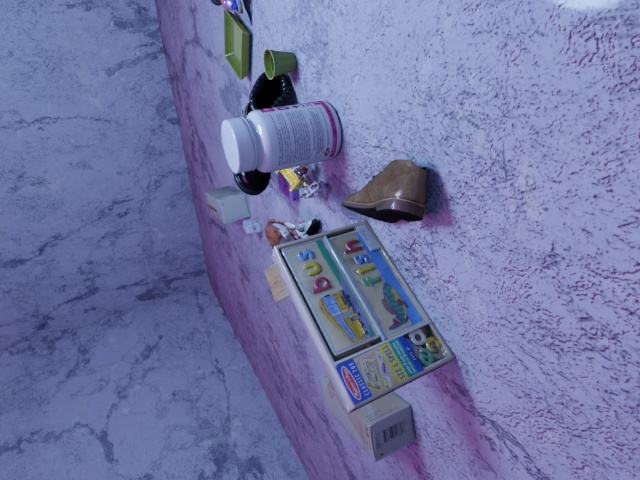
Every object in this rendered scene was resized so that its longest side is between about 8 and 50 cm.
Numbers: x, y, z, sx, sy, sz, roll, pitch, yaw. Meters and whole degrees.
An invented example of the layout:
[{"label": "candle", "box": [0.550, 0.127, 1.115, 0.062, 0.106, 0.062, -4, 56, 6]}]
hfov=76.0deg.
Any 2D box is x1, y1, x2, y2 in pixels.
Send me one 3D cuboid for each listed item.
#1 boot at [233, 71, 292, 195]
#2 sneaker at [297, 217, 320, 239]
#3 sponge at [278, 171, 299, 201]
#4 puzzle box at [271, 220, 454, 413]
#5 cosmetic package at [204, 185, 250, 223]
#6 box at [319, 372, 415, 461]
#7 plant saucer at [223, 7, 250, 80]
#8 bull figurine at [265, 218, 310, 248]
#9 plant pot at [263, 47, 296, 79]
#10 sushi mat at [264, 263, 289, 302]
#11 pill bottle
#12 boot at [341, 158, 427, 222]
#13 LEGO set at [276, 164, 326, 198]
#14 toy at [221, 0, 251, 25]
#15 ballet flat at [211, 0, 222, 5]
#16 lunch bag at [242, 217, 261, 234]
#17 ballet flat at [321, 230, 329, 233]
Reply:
[{"label": "boot", "box": [-0.191, -0.339, 1.315, 0.260, 0.131, 0.347, 157, 117, -67]}, {"label": "sneaker", "box": [-0.051, -0.043, 1.392, 0.075, 0.057, 0.161, 58, 156, 18]}, {"label": "sponge", "box": [-0.116, -0.253, 1.428, 0.117, 0.031, 0.210, 45, 144, 47]}, {"label": "puzzle box", "box": [0.086, 0.148, 0.953, 0.408, 0.272, 0.052, 60, 153, 27]}, {"label": "cosmetic package", "box": [-0.493, -0.194, 2.148, 0.296, 0.153, 0.129, 28, 132, 60]}, {"label": "box", "box": [0.131, 0.506, 1.250, 0.311, 0.148, 0.121, 15, 118, 61]}, {"label": "plant saucer", "box": [-0.305, -0.724, 1.514, 0.188, 0.045, 0.188, 59, 152, 31]}, {"label": "bull figurine", "box": [-0.080, 0.063, 1.387, 0.188, 0.101, 0.310, 2, 129, 56]}, {"label": "plant pot", "box": [-0.115, -0.518, 1.192, 0.083, 0.079, 0.083, 45, 145, 46]}, {"label": "sushi mat", "box": [-0.130, 0.140, 1.637, 0.316, 0.019, 0.151, -35, 71, 49]}, {"label": "pill bottle", "box": [-0.103, -0.268, 1.075, 0.160, 0.283, 0.160, 44, 143, 47]}, {"label": "boot", "box": [0.143, -0.106, 0.918, 0.305, 0.112, 0.115, -175, 100, -69]}, {"label": "LEGO set", "box": [-0.066, -0.258, 1.280, 0.132, 0.107, 0.286, -23, 77, 31]}, {"label": "toy", "box": [-0.322, -0.845, 1.411, 0.237, 0.056, 0.137, 60, 175, 31]}, {"label": "ballet flat", "box": [-0.403, -0.969, 1.505, 0.074, 0.074, 0.203, 53, 169, 38]}, {"label": "lunch bag", "box": [-0.327, -0.065, 1.964, 0.083, 0.071, 0.053, 58, 148, 36]}, {"label": "ballet flat", "box": [0.000, 0.000, 1.332, 0.041, 0.041, 0.114, 69, 156, 9]}]
